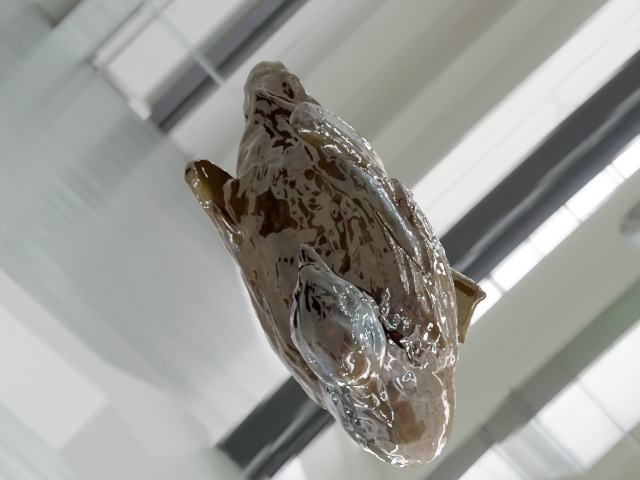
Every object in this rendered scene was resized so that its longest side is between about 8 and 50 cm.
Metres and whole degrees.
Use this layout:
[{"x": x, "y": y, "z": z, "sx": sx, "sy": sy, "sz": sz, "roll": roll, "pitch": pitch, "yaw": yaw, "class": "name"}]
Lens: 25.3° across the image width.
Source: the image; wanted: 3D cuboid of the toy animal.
[{"x": 0.000, "y": 0.000, "z": 0.552, "sx": 0.089, "sy": 0.188, "sz": 0.179, "roll": -27, "pitch": 165, "yaw": 7, "class": "toy animal"}]
